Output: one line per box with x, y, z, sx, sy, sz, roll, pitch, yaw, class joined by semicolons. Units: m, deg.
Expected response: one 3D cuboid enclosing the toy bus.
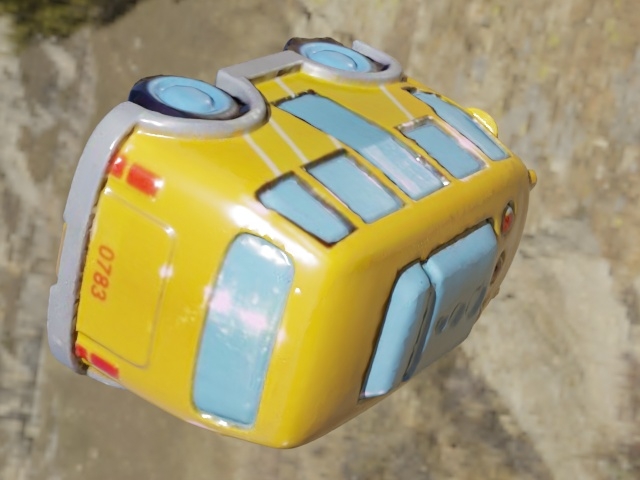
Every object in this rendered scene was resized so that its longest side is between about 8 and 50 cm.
0.000;0.000;0.615;0.209;0.136;0.126;-25;-43;-52;toy bus
